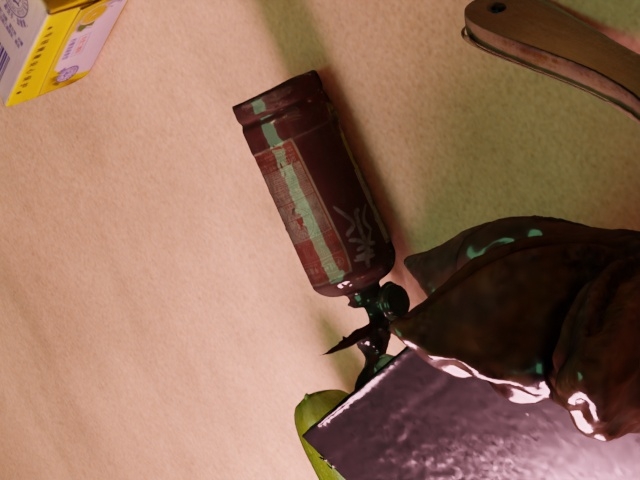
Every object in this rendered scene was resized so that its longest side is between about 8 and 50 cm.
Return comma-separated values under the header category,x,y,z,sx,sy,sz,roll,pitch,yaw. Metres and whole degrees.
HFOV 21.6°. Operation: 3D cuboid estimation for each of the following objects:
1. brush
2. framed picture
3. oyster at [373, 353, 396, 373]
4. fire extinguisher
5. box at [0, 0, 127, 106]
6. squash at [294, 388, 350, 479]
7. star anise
category,x,y,z,sx,sy,sz,roll,pitch,yaw
brush,0.213,-0.075,1.037,0.327,0.070,0.065,33,146,38
framed picture,0.179,0.189,1.148,0.339,0.014,0.255,44,127,-2
oyster,0.140,0.171,1.237,0.268,0.112,0.198,23,132,27
fire extinguisher,-0.001,0.000,1.324,0.075,0.106,0.252,-11,104,66
box,-0.295,-0.279,1.534,0.265,0.097,0.168,55,145,11
squash,0.069,0.252,1.423,0.082,0.082,0.292,-34,83,56
star anise,0.185,0.048,0.956,0.315,0.315,0.108,18,108,47
